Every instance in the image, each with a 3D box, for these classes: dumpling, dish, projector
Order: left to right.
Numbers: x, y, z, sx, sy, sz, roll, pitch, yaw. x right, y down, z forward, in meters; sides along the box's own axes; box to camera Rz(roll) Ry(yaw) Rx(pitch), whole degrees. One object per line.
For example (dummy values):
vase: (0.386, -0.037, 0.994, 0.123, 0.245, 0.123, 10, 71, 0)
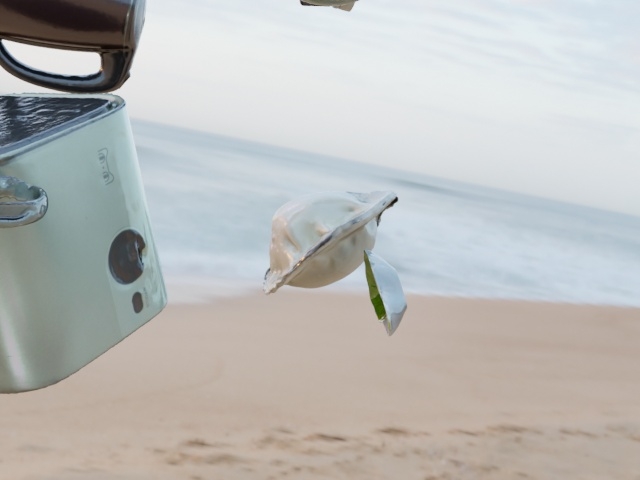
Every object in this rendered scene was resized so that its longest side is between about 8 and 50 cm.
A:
projector: (-0.335, -0.010, 1.156, 0.248, 0.249, 0.248, 6, 26, 32)
dumpling: (0.000, 0.000, 1.524, 0.142, 0.247, 0.172, 50, 19, -6)
dish: (0.093, 0.071, 1.443, 0.039, 0.091, 0.137, -13, 35, -6)

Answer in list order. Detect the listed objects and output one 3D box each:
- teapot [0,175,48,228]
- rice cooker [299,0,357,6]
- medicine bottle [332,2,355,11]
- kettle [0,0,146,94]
teapot: (-0.354, -0.042, 0.908, 0.239, 0.162, 0.149, 3, 15, -20)
rice cooker: (0.008, -0.459, 1.493, 0.241, 0.280, 0.227, -2, 27, -8)
medicine bottle: (0.012, -0.406, 1.716, 0.091, 0.058, 0.058, 15, 4, -13)
kettle: (-0.339, -0.290, 1.345, 0.232, 0.202, 0.144, 14, 15, -5)
